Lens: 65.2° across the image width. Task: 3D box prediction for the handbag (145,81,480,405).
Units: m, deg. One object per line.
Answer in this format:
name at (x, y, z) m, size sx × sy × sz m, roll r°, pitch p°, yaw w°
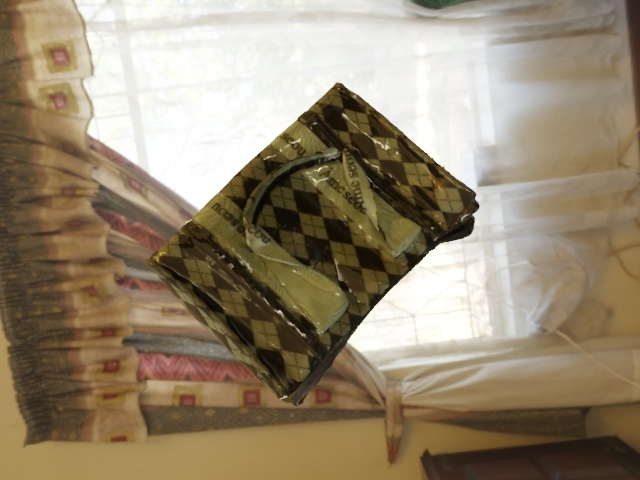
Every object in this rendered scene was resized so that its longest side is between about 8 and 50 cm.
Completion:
handbag at (0.000, 0.000, 0.748) m, size 0.317 × 0.416 × 0.180 m, roll 39°, pitch 168°, yaw 20°
